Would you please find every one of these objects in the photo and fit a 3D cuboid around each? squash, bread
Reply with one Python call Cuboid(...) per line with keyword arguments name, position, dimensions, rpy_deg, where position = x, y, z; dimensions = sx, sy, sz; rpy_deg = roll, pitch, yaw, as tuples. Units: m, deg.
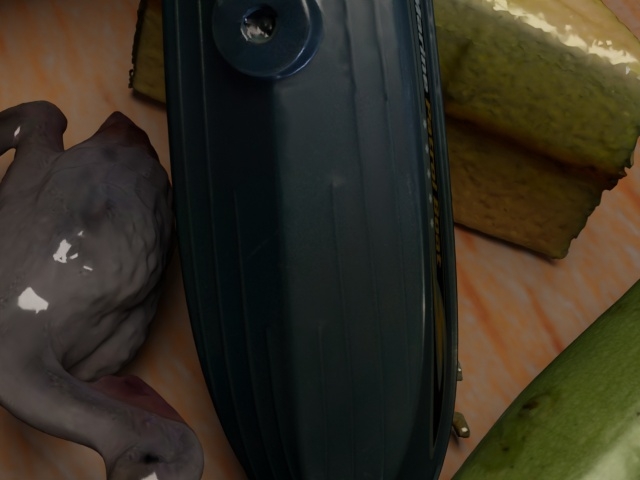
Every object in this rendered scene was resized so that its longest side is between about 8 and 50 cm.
Cuboid(name="squash", position=(0.131, 0.098, 0.632), dimensions=(0.371, 0.118, 0.118), rpy_deg=(-35, 69, -26))
Cuboid(name="bread", position=(0.046, -0.131, 0.746), dimensions=(0.264, 0.167, 0.163), rpy_deg=(23, 54, 0))

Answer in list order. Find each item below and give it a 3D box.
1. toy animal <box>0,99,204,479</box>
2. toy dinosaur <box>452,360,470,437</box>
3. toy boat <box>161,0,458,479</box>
Cuboid(name="toy animal", position=(-0.119, 0.022, 0.635), dimensions=(0.195, 0.090, 0.324), rpy_deg=(-20, 47, -32))
Cuboid(name="toy dinosaur", position=(0.042, 0.053, 0.690), dimensions=(0.058, 0.037, 0.180), rpy_deg=(8, 55, -12))
Cuboid(name="toy boat", position=(0.001, -0.002, 0.620), dimensions=(0.114, 0.122, 0.296), rpy_deg=(-4, 94, 16))
